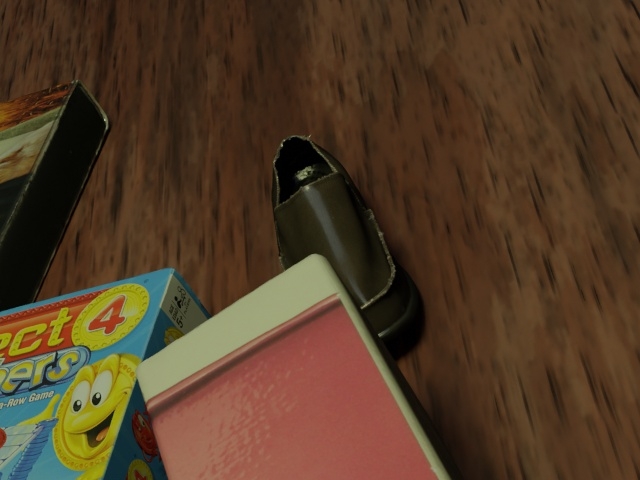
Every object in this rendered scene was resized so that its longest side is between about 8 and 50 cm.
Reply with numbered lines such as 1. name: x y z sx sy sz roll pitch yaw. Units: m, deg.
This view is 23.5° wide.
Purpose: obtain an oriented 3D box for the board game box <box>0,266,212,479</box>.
1. board game box: -0.234 0.180 0.986 0.308 0.086 0.302 -15 38 24

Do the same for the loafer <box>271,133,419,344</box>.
1. loafer: 0.000 0.000 1.038 0.080 0.078 0.220 -30 33 2

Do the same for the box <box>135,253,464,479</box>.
1. box: 0.011 0.142 0.785 0.127 0.149 0.232 -32 33 1

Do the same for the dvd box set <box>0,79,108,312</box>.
1. dvd box set: -0.410 0.020 1.353 0.420 0.062 0.308 -13 38 25
